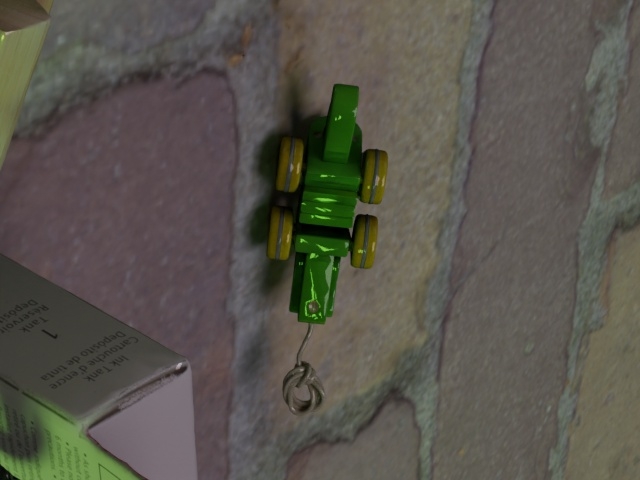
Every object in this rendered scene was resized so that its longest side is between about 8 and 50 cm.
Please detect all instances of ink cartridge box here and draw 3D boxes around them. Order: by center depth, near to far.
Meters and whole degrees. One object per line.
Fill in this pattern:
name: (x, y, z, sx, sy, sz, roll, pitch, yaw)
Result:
ink cartridge box: (-0.075, 0.179, 0.715, 0.066, 0.261, 0.296, -32, 135, -38)

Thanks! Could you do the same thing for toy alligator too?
toy alligator: (0.000, 0.000, 0.894, 0.051, 0.056, 0.190, -89, -174, -65)

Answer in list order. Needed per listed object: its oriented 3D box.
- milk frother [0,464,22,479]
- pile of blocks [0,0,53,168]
milk frother: (-0.194, 0.125, 0.625, 0.129, 0.143, 0.135, -11, 118, -59)
pile of blocks: (-0.099, -0.197, 0.538, 0.112, 0.149, 0.362, -27, 131, -42)
